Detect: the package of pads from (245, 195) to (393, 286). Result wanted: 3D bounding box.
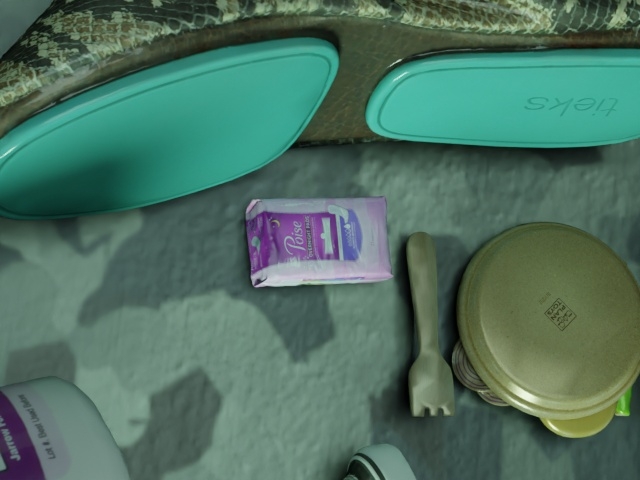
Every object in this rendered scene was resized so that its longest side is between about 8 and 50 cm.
[{"bbox_3d":[0.000,0.000,1.146,0.083,0.032,0.050,-1,78,-21],"label":"package of pads"}]

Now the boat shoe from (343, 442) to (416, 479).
[{"bbox_3d":[0.026,0.224,1.092,0.070,0.078,0.219,-2,83,-22],"label":"boat shoe"}]

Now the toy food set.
[{"bbox_3d":[0.139,0.054,1.191,0.192,0.038,0.132,2,73,-15],"label":"toy food set"}]

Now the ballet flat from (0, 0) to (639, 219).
[{"bbox_3d":[-0.003,-0.125,1.120,0.483,0.164,0.182,-9,62,-27],"label":"ballet flat"}]

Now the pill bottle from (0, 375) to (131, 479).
[{"bbox_3d":[-0.245,0.179,0.950,0.301,0.169,0.169,-13,85,-22],"label":"pill bottle"}]
